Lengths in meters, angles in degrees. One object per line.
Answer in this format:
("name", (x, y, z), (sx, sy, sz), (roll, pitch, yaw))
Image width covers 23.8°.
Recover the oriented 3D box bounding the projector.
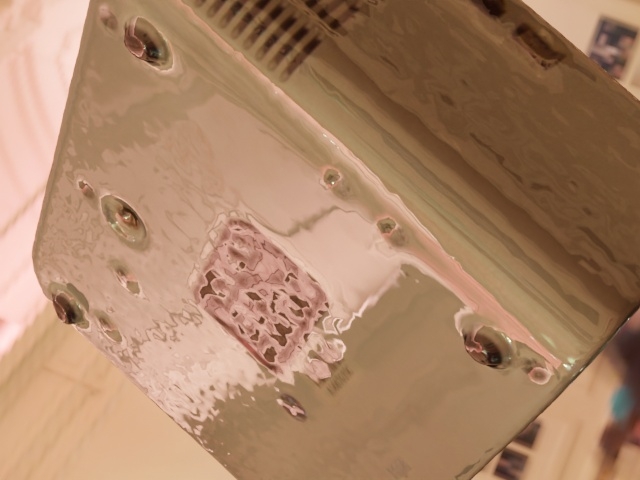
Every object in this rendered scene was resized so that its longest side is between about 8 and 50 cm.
("projector", (0.000, 0.000, 0.565), (0.108, 0.198, 0.250), (-43, -8, -30))
